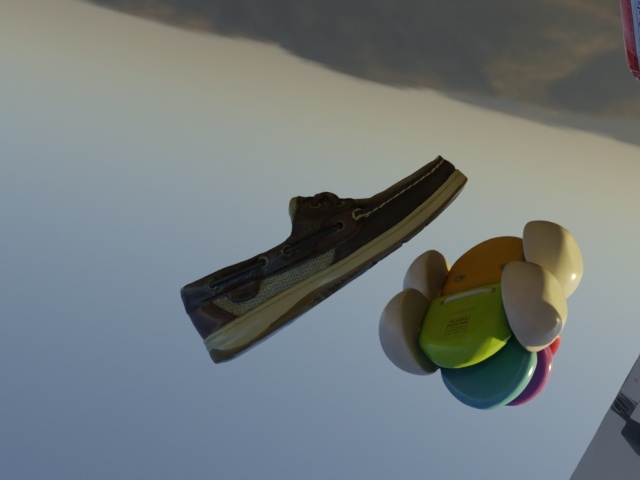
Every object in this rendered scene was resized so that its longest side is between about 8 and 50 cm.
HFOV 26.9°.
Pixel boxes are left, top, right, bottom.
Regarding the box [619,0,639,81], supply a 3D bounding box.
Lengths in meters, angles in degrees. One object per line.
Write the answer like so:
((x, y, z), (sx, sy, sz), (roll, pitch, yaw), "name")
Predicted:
((0.213, -0.196, 0.553), (0.142, 0.300, 0.154), (-27, -145, -16), "box")

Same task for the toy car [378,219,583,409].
((0.150, 0.075, 1.152), (0.159, 0.136, 0.182), (-16, -161, 27), "toy car")

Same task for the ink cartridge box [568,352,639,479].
((0.324, 0.094, 0.923), (0.223, 0.307, 0.129), (-22, -125, -33), "ink cartridge box")

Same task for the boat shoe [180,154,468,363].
((-0.001, 0.000, 0.951), (0.073, 0.223, 0.080), (54, -179, 1), "boat shoe")
